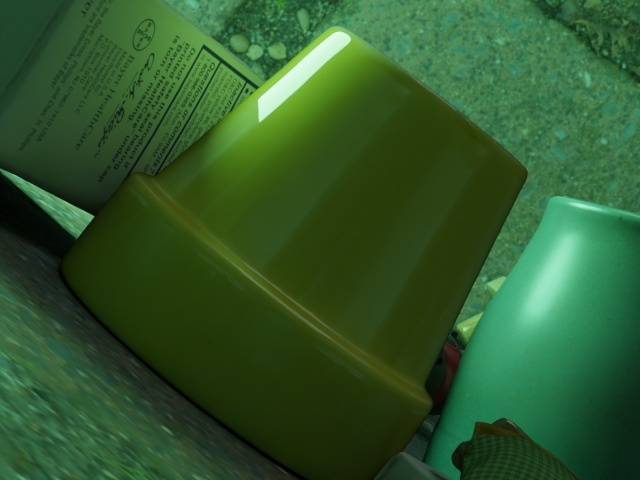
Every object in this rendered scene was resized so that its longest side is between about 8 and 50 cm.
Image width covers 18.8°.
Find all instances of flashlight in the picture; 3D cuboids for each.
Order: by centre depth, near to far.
[{"bbox_3d":[0.061,0.112,1.836,0.103,0.103,0.304,0,-7,20],"label":"flashlight"}]

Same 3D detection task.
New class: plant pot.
[{"bbox_3d":[0.000,0.000,1.265,0.254,0.239,0.254,38,3,-2],"label":"plant pot"},{"bbox_3d":[0.235,0.106,1.537,0.271,0.255,0.271,15,1,0],"label":"plant pot"}]

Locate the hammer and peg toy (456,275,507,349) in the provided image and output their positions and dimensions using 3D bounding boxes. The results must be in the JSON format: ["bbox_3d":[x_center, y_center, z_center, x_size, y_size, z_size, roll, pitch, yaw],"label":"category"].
[{"bbox_3d":[0.266,0.184,1.888,0.361,0.127,0.266,-137,-156,-71],"label":"hammer and peg toy"}]

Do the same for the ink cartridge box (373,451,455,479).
[{"bbox_3d":[0.147,0.235,1.218,0.224,0.056,0.181,38,2,38],"label":"ink cartridge box"}]

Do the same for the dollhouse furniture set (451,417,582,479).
[{"bbox_3d":[0.229,0.201,1.145,0.301,0.151,0.197,45,10,-6],"label":"dollhouse furniture set"}]

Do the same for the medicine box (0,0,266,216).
[{"bbox_3d":[-0.219,-0.139,1.343,0.263,0.149,0.289,30,-2,26],"label":"medicine box"}]
